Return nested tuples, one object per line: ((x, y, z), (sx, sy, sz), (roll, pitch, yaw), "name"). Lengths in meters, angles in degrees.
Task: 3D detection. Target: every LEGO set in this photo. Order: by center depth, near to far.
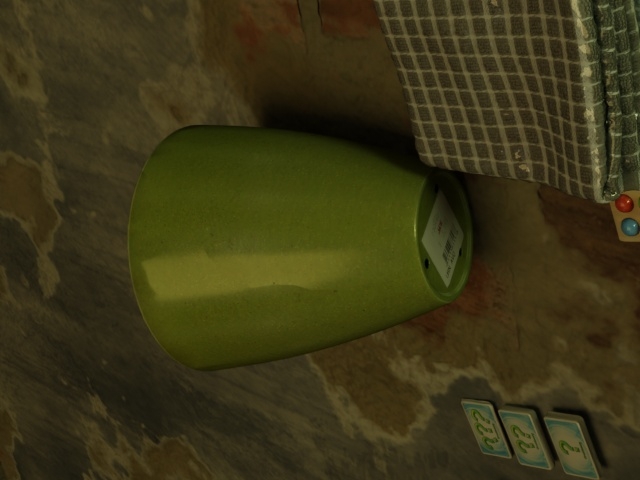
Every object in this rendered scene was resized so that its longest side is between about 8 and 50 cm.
((0.252, 0.302, 1.263), (0.182, 0.060, 0.244), (0, 119, 52), "LEGO set")

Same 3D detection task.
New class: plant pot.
((0.000, 0.000, 1.164), (0.293, 0.275, 0.275), (-4, 117, 30), "plant pot")

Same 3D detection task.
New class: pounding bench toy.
((0.295, -0.033, 0.938), (0.083, 0.065, 0.052), (1, 119, 47), "pounding bench toy")

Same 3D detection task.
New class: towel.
((0.164, -0.173, 0.927), (0.235, 0.121, 0.284), (11, 126, 44), "towel")
